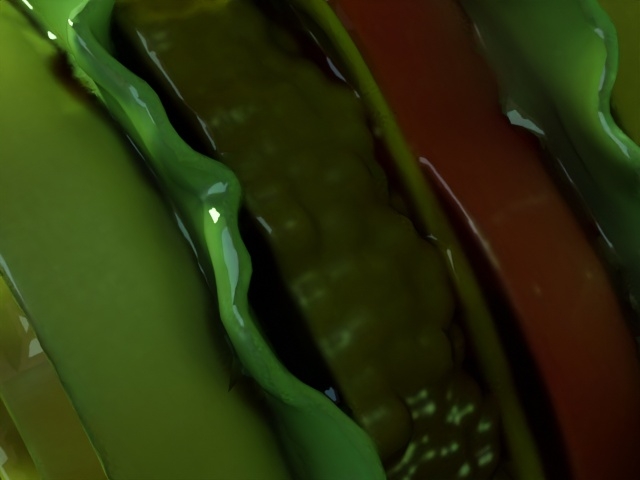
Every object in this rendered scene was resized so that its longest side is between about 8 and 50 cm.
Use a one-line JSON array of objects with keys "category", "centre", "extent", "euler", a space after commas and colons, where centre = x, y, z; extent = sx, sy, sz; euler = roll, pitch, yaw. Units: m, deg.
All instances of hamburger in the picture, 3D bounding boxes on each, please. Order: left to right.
[{"category": "hamburger", "centre": [0.000, 0.000, 0.481], "extent": [0.212, 0.274, 0.274], "euler": [-27, 48, -19]}]
